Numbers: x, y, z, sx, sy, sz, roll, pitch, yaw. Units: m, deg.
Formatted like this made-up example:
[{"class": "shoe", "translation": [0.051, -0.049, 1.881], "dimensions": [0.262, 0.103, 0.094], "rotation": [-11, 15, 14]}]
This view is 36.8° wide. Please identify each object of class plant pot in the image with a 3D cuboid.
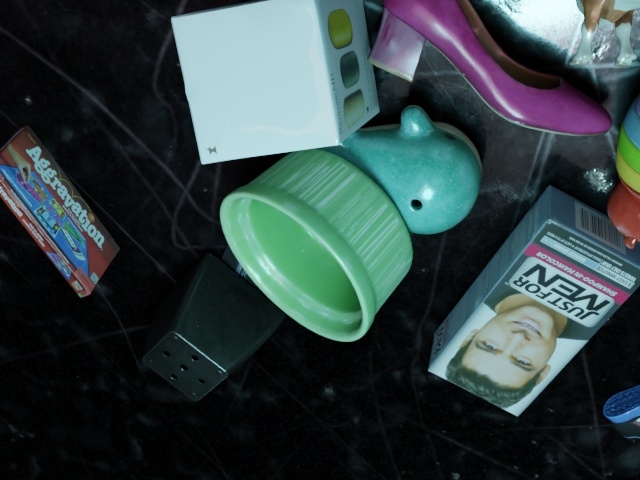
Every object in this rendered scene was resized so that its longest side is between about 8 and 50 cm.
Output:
[{"class": "plant pot", "translation": [-0.209, 0.174, 1.732], "dimensions": [0.188, 0.167, 0.187], "rotation": [39, 133, -10]}]

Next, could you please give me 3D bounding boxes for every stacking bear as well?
[{"class": "stacking bear", "translation": [0.504, -0.116, 1.387], "dimensions": [0.164, 0.175, 0.289], "rotation": [12, 133, 3]}]

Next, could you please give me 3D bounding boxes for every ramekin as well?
[{"class": "ramekin", "translation": [0.000, 0.000, 1.523], "dimensions": [0.303, 0.148, 0.303], "rotation": [34, 152, 22]}]

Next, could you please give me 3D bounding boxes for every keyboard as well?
[{"class": "keyboard", "translation": [-0.132, 0.060, 1.746], "dimensions": [0.108, 0.023, 0.180], "rotation": [28, 127, 2]}]

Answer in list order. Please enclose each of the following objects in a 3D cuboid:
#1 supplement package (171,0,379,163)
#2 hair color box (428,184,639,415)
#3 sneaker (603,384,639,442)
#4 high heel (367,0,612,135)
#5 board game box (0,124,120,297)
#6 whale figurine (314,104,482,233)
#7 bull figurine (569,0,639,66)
[{"class": "supplement package", "translation": [-0.050, -0.239, 1.343], "dimensions": [0.198, 0.263, 0.199], "rotation": [-6, 105, 17]}, {"class": "hair color box", "translation": [0.354, 0.109, 1.599], "dimensions": [0.185, 0.114, 0.374], "rotation": [27, 127, -5]}, {"class": "sneaker", "translation": [0.618, 0.288, 1.680], "dimensions": [0.232, 0.081, 0.090], "rotation": [-27, 117, 36]}, {"class": "high heel", "translation": [0.264, -0.276, 1.360], "dimensions": [0.377, 0.127, 0.181], "rotation": [18, 115, -7]}, {"class": "board game box", "translation": [-0.464, -0.051, 1.677], "dimensions": [0.027, 0.145, 0.281], "rotation": [-21, 117, 25]}, {"class": "whale figurine", "translation": [0.113, -0.106, 1.495], "dimensions": [0.272, 0.141, 0.216], "rotation": [20, 127, 2]}, {"class": "bull figurine", "translation": [0.397, -0.319, 1.202], "dimensions": [0.310, 0.101, 0.189], "rotation": [3, 93, 57]}]
